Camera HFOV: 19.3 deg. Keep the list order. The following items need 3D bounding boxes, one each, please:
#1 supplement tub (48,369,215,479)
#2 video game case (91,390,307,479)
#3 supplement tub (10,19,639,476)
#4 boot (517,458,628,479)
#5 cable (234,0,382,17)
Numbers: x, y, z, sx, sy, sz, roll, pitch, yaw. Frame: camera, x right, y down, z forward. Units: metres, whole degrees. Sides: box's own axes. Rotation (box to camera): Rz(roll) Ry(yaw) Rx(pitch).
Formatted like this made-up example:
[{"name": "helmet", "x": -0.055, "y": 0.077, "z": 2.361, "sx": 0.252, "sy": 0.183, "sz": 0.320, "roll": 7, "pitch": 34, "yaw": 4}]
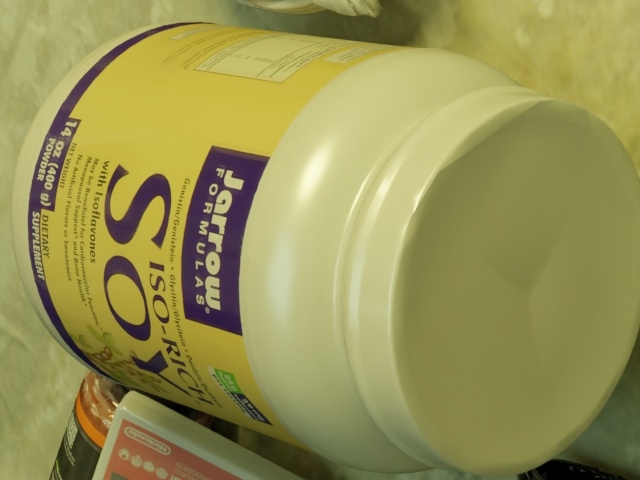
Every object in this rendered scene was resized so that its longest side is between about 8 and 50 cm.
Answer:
[{"name": "supplement tub", "x": -0.141, "y": 0.155, "z": 1.419, "sx": 0.106, "sy": 0.106, "sz": 0.198, "roll": 48, "pitch": 133, "yaw": 30}, {"name": "video game case", "x": -0.091, "y": 0.260, "z": 1.380, "sx": 0.204, "sy": 0.025, "sz": 0.285, "roll": 27, "pitch": 126, "yaw": 7}, {"name": "supplement tub", "x": 0.000, "y": 0.000, "z": 1.101, "sx": 0.331, "sy": 0.241, "sz": 0.241, "roll": 13, "pitch": 111, "yaw": 47}, {"name": "boot", "x": 0.192, "y": 0.260, "z": 1.070, "sx": 0.263, "sy": 0.091, "sz": 0.229, "roll": 28, "pitch": 122, "yaw": 44}, {"name": "cable", "x": -0.019, "y": -0.269, "z": 1.165, "sx": 0.257, "sy": 0.089, "sz": 0.257, "roll": 11, "pitch": 108, "yaw": 48}]
